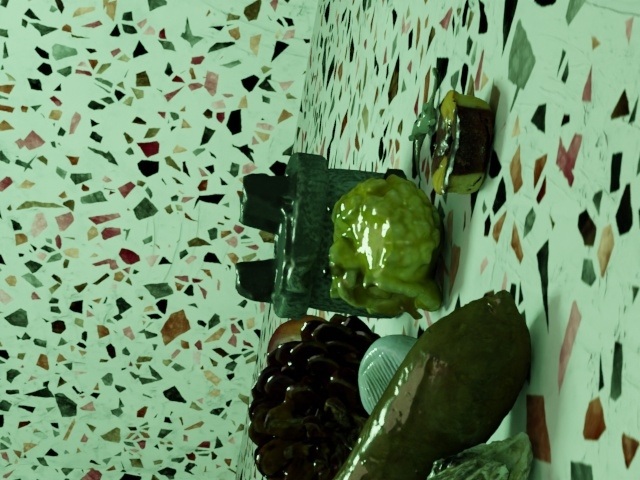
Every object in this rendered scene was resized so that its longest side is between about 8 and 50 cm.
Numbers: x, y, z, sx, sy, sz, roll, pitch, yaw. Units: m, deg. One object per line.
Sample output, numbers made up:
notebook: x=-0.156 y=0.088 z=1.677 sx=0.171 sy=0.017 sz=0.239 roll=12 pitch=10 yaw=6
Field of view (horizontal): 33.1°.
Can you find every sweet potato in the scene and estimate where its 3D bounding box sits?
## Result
sweet potato: x=0.091 y=0.224 z=1.182 sx=0.422 sy=0.131 sz=0.130 roll=-51 pitch=21 yaw=20

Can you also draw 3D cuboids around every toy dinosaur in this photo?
toy dinosaur: x=0.161 y=-0.177 z=1.670 sx=0.058 sy=0.037 sz=0.180 roll=-38 pitch=-34 yaw=-68

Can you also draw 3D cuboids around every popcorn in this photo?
popcorn: x=0.090 y=0.013 z=1.535 sx=0.218 sy=0.170 sz=0.189 roll=106 pitch=169 yaw=-73

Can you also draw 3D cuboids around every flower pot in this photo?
flower pot: x=0.000 y=0.000 z=1.757 sx=0.299 sy=0.283 sz=0.299 roll=-172 pitch=90 yaw=-84

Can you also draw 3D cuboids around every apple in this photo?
apple: x=-0.023 y=0.223 z=2.223 sx=0.158 sy=0.156 sz=0.147 roll=-17 pitch=64 yaw=49

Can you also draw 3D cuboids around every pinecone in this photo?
pinecone: x=0.010 y=0.275 z=1.629 sx=0.296 sy=0.242 sz=0.298 roll=-98 pitch=6 yaw=-77

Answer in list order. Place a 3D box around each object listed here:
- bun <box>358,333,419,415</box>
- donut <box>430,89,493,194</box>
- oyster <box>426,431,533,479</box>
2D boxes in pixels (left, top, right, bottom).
bun: x=0.117 y=0.196 z=1.466 sx=0.141 sy=0.083 sz=0.140 roll=6 pitch=99 yaw=43
donut: x=0.182 y=-0.122 z=1.397 sx=0.140 sy=0.059 sz=0.140 roll=-174 pitch=90 yaw=-82
oyster: x=0.137 y=0.355 z=1.121 sx=0.158 sy=0.162 sz=0.350 roll=-31 pitch=-38 yaw=-71
